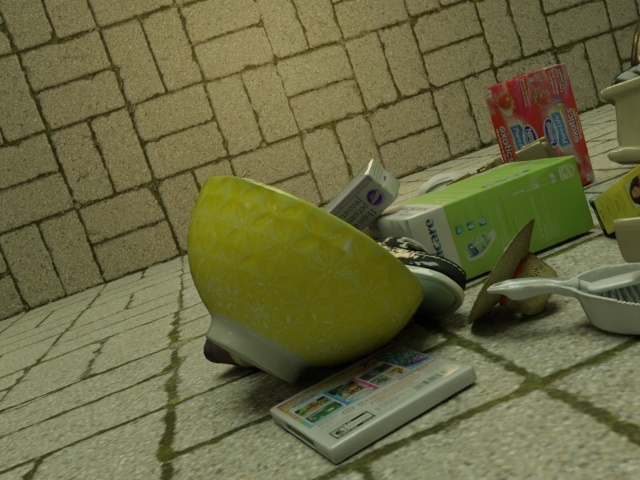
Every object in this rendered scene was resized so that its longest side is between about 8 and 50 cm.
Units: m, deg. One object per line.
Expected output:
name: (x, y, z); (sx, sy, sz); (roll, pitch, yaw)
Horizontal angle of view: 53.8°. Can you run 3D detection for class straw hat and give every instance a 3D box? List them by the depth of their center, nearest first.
straw hat: (0.227, 0.048, 0.698); (0.061, 0.145, 0.144); (32, 33, 21)

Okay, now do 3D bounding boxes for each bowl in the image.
bowl: (-0.044, 0.068, 0.721); (0.156, 0.289, 0.289); (-62, 23, -15)

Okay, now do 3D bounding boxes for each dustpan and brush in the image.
dustpan and brush: (0.271, 0.049, 0.604); (0.211, 0.060, 0.147); (-15, 8, 24)

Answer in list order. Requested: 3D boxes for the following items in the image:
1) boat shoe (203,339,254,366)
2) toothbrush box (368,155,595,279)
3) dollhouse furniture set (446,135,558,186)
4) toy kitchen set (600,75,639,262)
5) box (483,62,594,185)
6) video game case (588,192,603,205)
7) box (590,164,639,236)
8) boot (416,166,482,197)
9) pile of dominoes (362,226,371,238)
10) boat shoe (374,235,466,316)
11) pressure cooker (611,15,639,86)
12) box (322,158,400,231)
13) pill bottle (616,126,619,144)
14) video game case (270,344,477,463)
boat shoe: (-0.073, 0.099, 0.939); (0.092, 0.103, 0.285); (-9, 17, 28)
toothbrush box: (0.241, -0.030, 1.001); (0.283, 0.122, 0.206); (-19, 7, -11)
dollhouse furniture set: (0.348, -0.082, 1.237); (0.259, 0.135, 0.262); (-27, 2, 32)
toy kitchen set: (0.364, -0.068, 0.602); (0.122, 0.166, 0.207); (-7, -3, 38)
box: (0.460, -0.223, 1.328); (0.122, 0.257, 0.128); (-21, 8, -27)
video game case: (0.552, -0.086, 1.048); (0.119, 0.015, 0.166); (-22, 8, -22)
box: (0.425, -0.067, 0.787); (0.087, 0.058, 0.232); (-18, -13, -1)
boot: (0.365, -0.137, 1.537); (0.258, 0.095, 0.123); (-17, 1, 3)
pile of dominoes: (0.179, -0.055, 1.391); (0.196, 0.040, 0.251); (-39, -5, 38)
boat shoe: (0.094, 0.036, 0.852); (0.091, 0.114, 0.302); (-56, 24, -19)
pressure cooker: (0.603, -0.245, 0.778); (0.369, 0.376, 0.420); (22, 9, 0)
box: (0.000, 0.000, 1.061); (0.324, 0.063, 0.067); (-44, 13, 28)
pill bottle: (0.700, -0.247, 1.277); (0.161, 0.161, 0.283); (-13, 10, 38)
video game case: (0.046, 0.149, 0.605); (0.157, 0.019, 0.143); (-23, 8, -23)
